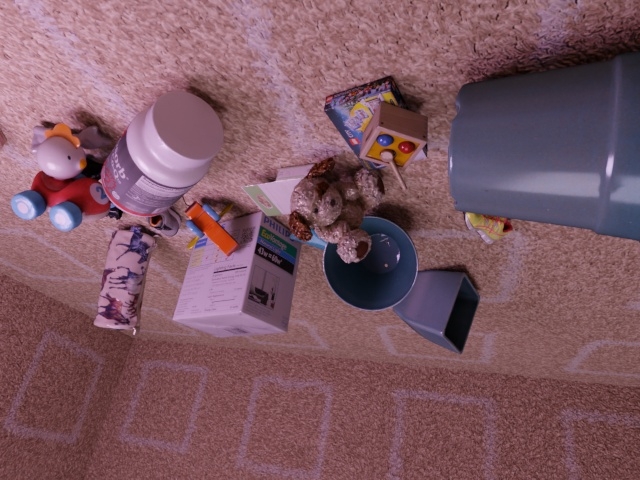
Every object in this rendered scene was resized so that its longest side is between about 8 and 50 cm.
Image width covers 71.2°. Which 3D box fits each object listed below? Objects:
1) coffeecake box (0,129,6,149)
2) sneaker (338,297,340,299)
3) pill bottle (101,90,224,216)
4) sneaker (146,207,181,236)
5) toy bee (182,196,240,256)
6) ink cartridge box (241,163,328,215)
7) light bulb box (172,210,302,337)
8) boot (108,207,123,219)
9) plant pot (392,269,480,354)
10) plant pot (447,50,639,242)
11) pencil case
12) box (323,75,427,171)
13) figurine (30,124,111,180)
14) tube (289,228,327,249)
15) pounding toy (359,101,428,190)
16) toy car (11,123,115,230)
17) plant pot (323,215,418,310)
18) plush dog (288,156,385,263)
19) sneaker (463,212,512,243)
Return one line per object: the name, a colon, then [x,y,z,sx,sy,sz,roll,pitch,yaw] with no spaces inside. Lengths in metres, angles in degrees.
coffeecake box: [-0.982,-0.262,1.257,0.068,0.186,0.142,15,152,-10]
sneaker: [0.103,0.136,1.771,0.129,0.111,0.297,-12,153,8]
pill bottle: [-0.403,-0.210,1.133,0.210,0.210,0.363,27,148,-30]
sneaker: [-0.559,-0.076,1.557,0.100,0.108,0.271,9,154,-2]
toy bee: [-0.377,-0.078,1.473,0.195,0.298,0.162,-24,-176,-6]
ink cartridge box: [-0.090,-0.143,1.321,0.235,0.056,0.171,-2,150,25]
light bulb box: [-0.287,0.131,1.582,0.357,0.361,0.225,-11,147,36]
boot: [-0.778,-0.116,1.622,0.099,0.045,0.121,16,160,-6]
plant pot: [0.431,0.254,1.723,0.252,0.247,0.248,12,159,39]
plant pot: [0.429,-0.169,0.828,0.334,0.341,0.341,5,153,27]
pencil case: [-0.749,0.155,1.736,0.183,0.410,0.160,0,162,11]
box: [0.133,-0.259,1.033,0.159,0.044,0.233,-7,148,30]
figurine: [-0.684,-0.251,1.302,0.209,0.092,0.215,-3,150,9]
tube: [0.000,0.000,1.572,0.207,0.052,0.080,22,118,-18]
pounding toy: [0.160,-0.201,0.974,0.130,0.100,0.141,15,151,-10]
toy car: [-0.662,-0.183,1.183,0.210,0.219,0.238,16,116,5]
plant pot: [0.173,0.057,1.429,0.290,0.290,0.195,1,-171,17]
plush dog: [0.020,-0.090,1.197,0.225,0.263,0.210,24,168,-35]
sneaker: [0.474,-0.064,1.268,0.094,0.082,0.208,-24,144,38]
